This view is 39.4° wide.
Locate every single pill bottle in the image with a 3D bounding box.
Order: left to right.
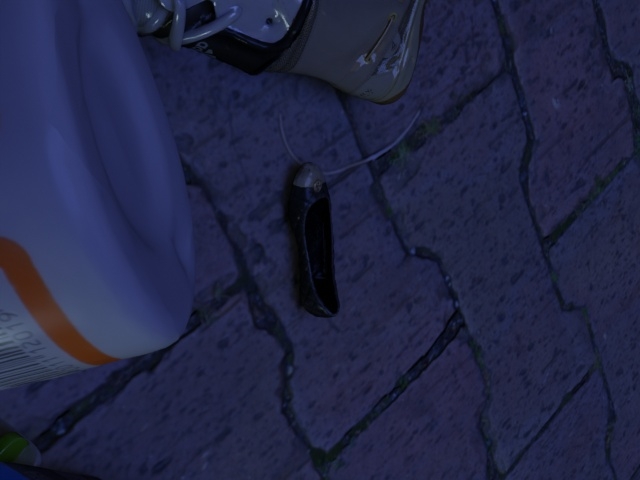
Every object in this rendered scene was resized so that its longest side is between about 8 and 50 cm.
[{"bbox_3d":[-0.283,-0.005,0.467,0.392,0.224,0.224,-14,114,4],"label":"pill bottle"}]

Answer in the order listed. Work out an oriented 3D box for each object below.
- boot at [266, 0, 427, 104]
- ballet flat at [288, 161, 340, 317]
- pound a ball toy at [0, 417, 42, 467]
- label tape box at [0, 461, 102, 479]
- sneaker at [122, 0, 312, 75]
[{"bbox_3d":[0.018,-0.282,0.902,0.203,0.095,0.261,5,98,-42],"label":"boot"},{"bbox_3d":[0.000,0.000,0.967,0.057,0.049,0.173,-19,111,-40],"label":"ballet flat"},{"bbox_3d":[-0.336,0.180,0.611,0.319,0.136,0.208,-53,165,-21],"label":"pound a ball toy"},{"bbox_3d":[-0.229,0.333,0.754,0.249,0.115,0.347,-62,170,-14],"label":"label tape box"},{"bbox_3d":[-0.158,-0.174,0.625,0.447,0.169,0.257,-43,115,-5],"label":"sneaker"}]
